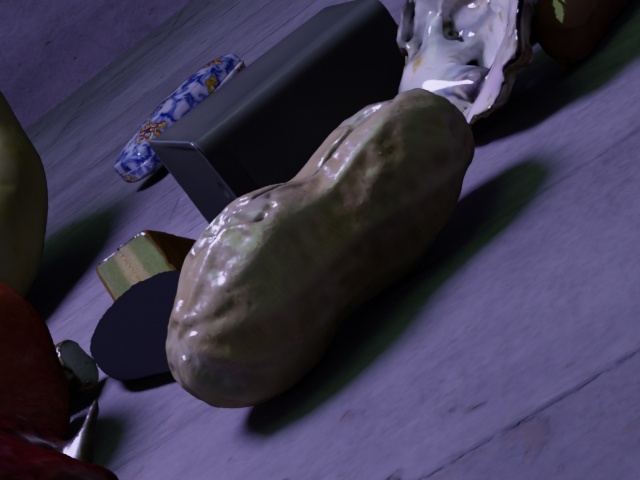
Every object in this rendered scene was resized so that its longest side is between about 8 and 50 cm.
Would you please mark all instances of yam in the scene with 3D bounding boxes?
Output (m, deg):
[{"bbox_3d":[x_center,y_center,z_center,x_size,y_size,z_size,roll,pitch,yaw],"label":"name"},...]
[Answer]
[{"bbox_3d":[-0.309,0.166,1.448,0.253,0.061,0.061,-31,18,31],"label":"yam"}]

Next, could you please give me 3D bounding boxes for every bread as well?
[{"bbox_3d":[-0.152,0.045,1.503,0.074,0.084,0.139,-37,-14,11],"label":"bread"}]

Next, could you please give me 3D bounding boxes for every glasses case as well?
[{"bbox_3d":[-0.189,-0.169,2.049,0.087,0.065,0.248,-17,27,48],"label":"glasses case"}]

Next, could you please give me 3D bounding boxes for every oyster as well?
[{"bbox_3d":[0.126,-0.173,1.254,0.083,0.214,0.223,-4,37,-16],"label":"oyster"}]

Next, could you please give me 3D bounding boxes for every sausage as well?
[{"bbox_3d":[0.229,-0.208,1.254,0.169,0.065,0.065,-48,18,-27],"label":"sausage"}]

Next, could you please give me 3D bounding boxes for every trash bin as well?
[{"bbox_3d":[-0.027,-0.125,1.493,0.240,0.122,0.164,-42,17,-13],"label":"trash bin"}]

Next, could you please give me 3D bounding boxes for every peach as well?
[{"bbox_3d":[-0.310,0.142,1.269,0.232,0.256,0.232,-10,77,45],"label":"peach"}]

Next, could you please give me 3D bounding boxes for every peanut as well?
[{"bbox_3d":[0.000,0.000,1.092,0.290,0.130,0.130,-42,16,-16],"label":"peanut"}]

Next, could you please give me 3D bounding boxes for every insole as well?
[{"bbox_3d":[-0.115,0.073,1.292,0.348,0.009,0.119,-5,50,56],"label":"insole"}]

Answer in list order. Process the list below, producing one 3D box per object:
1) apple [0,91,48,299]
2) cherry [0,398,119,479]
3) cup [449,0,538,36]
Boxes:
[{"bbox_3d":[-0.567,-0.016,1.845,0.473,0.473,0.473,-36,17,13],"label":"apple"},{"bbox_3d":[-0.207,0.219,0.847,0.300,0.203,0.230,-57,21,-9],"label":"cherry"},{"bbox_3d":[0.147,-0.288,1.412,0.199,0.150,0.199,-25,19,9],"label":"cup"}]
